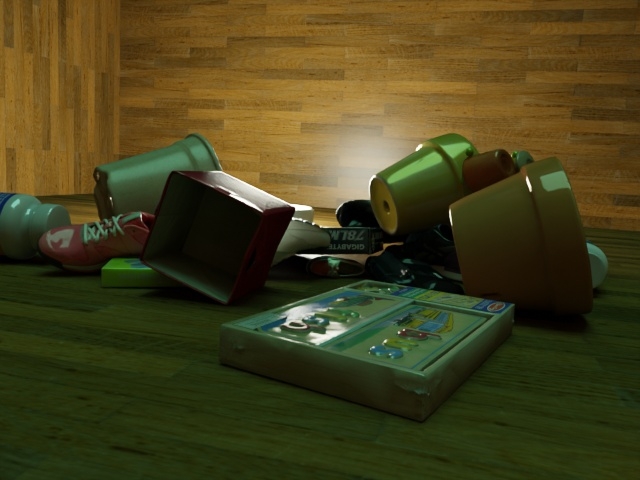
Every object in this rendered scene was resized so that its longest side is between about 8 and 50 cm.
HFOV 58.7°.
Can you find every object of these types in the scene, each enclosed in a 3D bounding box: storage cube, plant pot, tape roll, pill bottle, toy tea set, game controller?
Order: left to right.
[{"bbox_3d":[-0.722,-0.033,1.286,0.272,0.152,0.152,4,8,5],"label":"pill bottle"},{"bbox_3d":[-0.485,-0.133,1.676,0.306,0.333,0.334,-15,16,-31],"label":"plant pot"},{"bbox_3d":[-0.186,-0.016,1.072,0.215,0.183,0.193,25,12,11],"label":"storage cube"},{"bbox_3d":[-0.169,-0.074,2.019,0.287,0.100,0.286,3,7,0],"label":"tape roll"},{"bbox_3d":[0.193,0.082,1.208,0.167,0.067,0.319,17,7,-5],"label":"game controller"},{"bbox_3d":[0.265,-0.122,1.460,0.239,0.253,0.254,-19,13,-14],"label":"plant pot"},{"bbox_3d":[0.416,-0.057,1.305,0.200,0.335,0.124,12,-22,-38],"label":"toy tea set"},{"bbox_3d":[0.359,0.008,1.056,0.204,0.290,0.291,-12,4,15],"label":"plant pot"},{"bbox_3d":[0.596,0.056,1.310,0.112,0.111,0.187,5,7,17],"label":"pill bottle"}]

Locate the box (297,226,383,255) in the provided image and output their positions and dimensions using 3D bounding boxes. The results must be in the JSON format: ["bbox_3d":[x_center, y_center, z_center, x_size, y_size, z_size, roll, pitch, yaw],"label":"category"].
[{"bbox_3d":[0.000,0.000,1.438,0.296,0.073,0.293,-1,2,11],"label":"box"}]

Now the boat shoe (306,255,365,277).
[{"bbox_3d":[0.035,0.062,1.286,0.137,0.049,0.043,4,8,-29],"label":"boat shoe"}]

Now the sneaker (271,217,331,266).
[{"bbox_3d":[-0.123,0.014,1.243,0.298,0.129,0.111,-3,-2,-3],"label":"sneaker"}]

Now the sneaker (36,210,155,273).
[{"bbox_3d":[-0.422,-0.016,1.196,0.314,0.136,0.115,0,49,-25],"label":"sneaker"}]

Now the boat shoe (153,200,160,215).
[{"bbox_3d":[-0.347,-0.002,1.415,0.109,0.089,0.258,15,22,-35],"label":"boat shoe"}]

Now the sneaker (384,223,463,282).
[{"bbox_3d":[0.278,0.014,1.397,0.283,0.124,0.107,9,20,44],"label":"sneaker"}]

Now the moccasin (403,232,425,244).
[{"bbox_3d":[0.391,-0.009,1.626,0.342,0.137,0.117,0,-16,-14],"label":"moccasin"}]

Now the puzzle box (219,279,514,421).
[{"bbox_3d":[0.093,0.126,0.801,0.272,0.052,0.409,8,9,29],"label":"puzzle box"}]

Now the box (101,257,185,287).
[{"bbox_3d":[-0.332,0.064,1.129,0.179,0.042,0.109,1,8,-10],"label":"box"}]

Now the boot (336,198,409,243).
[{"bbox_3d":[0.206,-0.058,1.813,0.367,0.146,0.445,4,6,42],"label":"boot"}]
